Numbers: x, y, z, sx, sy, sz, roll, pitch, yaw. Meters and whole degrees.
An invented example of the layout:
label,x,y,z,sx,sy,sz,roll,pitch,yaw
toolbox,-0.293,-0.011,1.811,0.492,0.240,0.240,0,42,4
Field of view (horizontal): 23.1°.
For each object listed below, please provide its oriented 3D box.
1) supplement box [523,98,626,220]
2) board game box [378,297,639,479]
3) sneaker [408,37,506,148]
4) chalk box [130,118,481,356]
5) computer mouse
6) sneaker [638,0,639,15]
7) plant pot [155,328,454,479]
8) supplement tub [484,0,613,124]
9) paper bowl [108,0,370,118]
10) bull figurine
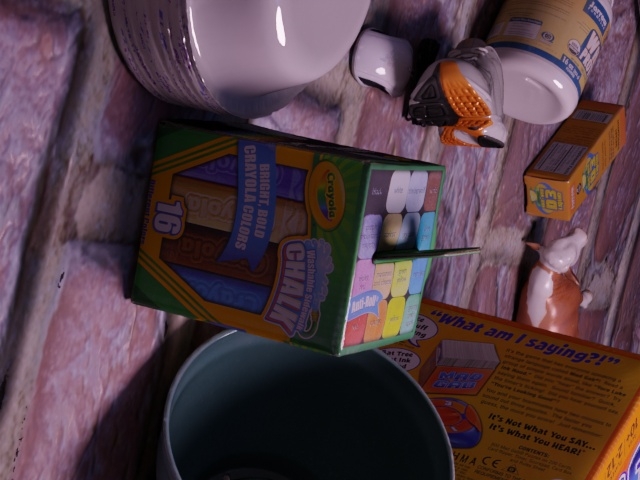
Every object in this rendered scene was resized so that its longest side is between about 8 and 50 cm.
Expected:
label,x,y,z,sx,sy,sz,roll,pitch,yaw
supplement box,0.390,-0.124,2.387,0.233,0.080,0.078,-47,139,-41
board game box,0.185,0.338,1.906,0.356,0.357,0.356,-48,142,-43
sneaker,0.165,-0.190,1.843,0.262,0.099,0.121,37,57,-75
chalk box,0.000,0.000,1.457,0.180,0.289,0.179,-3,105,-62
computer mouse,0.093,-0.196,1.816,0.193,0.042,0.106,10,95,-63
sneaker,0.517,-0.395,2.452,0.257,0.169,0.447,-39,128,-38
plant pot,-0.036,0.254,1.569,0.293,0.293,0.196,-48,169,-43
supplement tub,0.299,-0.269,2.064,0.199,0.144,0.144,-64,151,-22
paper bowl,-0.052,-0.248,1.398,0.284,0.148,0.284,-39,137,-49
bull figurine,0.360,0.125,2.425,0.188,0.101,0.310,-6,108,-64
